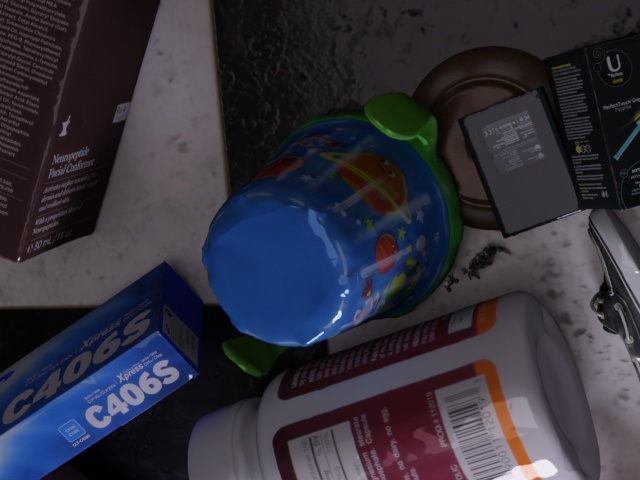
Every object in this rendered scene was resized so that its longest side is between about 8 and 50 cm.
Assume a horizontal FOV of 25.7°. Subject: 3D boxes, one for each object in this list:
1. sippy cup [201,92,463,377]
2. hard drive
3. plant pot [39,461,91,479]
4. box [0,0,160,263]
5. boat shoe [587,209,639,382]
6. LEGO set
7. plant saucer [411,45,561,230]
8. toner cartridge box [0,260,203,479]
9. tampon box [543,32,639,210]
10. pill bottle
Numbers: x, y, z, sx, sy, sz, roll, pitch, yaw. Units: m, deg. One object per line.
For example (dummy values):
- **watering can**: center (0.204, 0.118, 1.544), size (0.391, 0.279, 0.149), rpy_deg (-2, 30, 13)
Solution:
- **sippy cup**: center (0.000, 0.000, 1.443), size (0.240, 0.224, 0.305), rpy_deg (4, 108, 26)
- **hard drive**: center (0.210, -0.080, 1.448), size (0.094, 0.022, 0.135), rpy_deg (-20, 93, 20)
- **plant pot**: center (-0.267, 0.410, 1.640), size (0.254, 0.237, 0.237), rpy_deg (30, 108, -4)
- **box**: center (-0.295, -0.183, 1.540), size (0.143, 0.191, 0.381), rpy_deg (21, 107, 13)
- **boat shoe**: center (0.319, 0.070, 1.452), size (0.070, 0.078, 0.219), rpy_deg (-25, 94, 19)
- **LEGO set**: center (0.165, 0.024, 1.504), size (0.023, 0.083, 0.054), rpy_deg (55, 142, 24)
- **plant saucer**: center (0.179, -0.105, 1.485), size (0.199, 0.036, 0.198), rpy_deg (4, 102, 17)
- **toner cartridge box**: center (-0.293, 0.176, 1.591), size (0.348, 0.165, 0.075), rpy_deg (-34, 112, 13)
- **tampon box**: center (0.309, -0.121, 1.383), size (0.120, 0.101, 0.161), rpy_deg (-15, 95, -13)
- **pill bottle**: center (0.074, 0.216, 1.479), size (0.392, 0.224, 0.224), rpy_deg (-21, 94, 20)
